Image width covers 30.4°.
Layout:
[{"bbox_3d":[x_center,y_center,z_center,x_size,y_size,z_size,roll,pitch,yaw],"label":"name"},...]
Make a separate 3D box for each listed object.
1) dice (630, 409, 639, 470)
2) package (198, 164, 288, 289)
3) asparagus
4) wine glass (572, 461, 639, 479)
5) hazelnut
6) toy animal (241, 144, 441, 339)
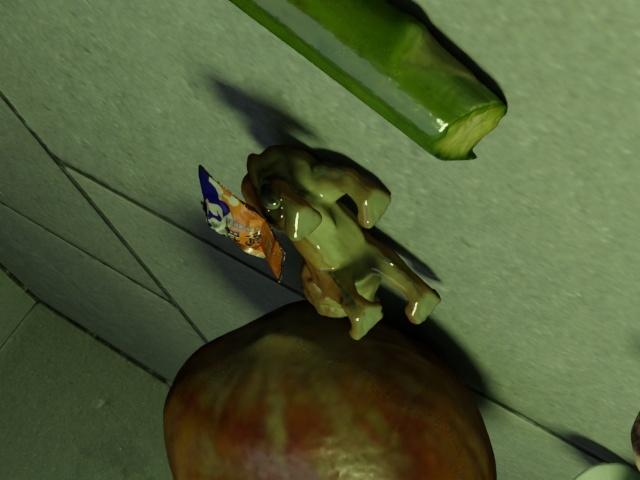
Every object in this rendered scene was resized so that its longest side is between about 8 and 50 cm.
[{"bbox_3d":[0.290,0.147,0.856,0.094,0.091,0.093,38,165,-12],"label":"dice"},{"bbox_3d":[-0.059,-0.011,0.927,0.110,0.033,0.077,41,144,20],"label":"package"},{"bbox_3d":[-0.006,-0.139,0.693,0.277,0.060,0.067,36,154,-6],"label":"asparagus"},{"bbox_3d":[0.324,0.299,1.120,0.165,0.165,0.196,41,167,-21],"label":"wine glass"},{"bbox_3d":[0.014,0.231,1.260,0.366,0.366,0.366,32,164,10],"label":"hazelnut"},{"bbox_3d":[0.000,0.000,1.037,0.157,0.097,0.312,30,163,41],"label":"toy animal"}]
